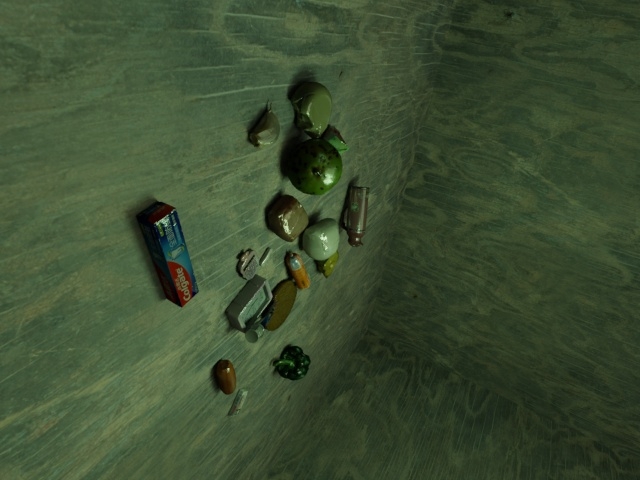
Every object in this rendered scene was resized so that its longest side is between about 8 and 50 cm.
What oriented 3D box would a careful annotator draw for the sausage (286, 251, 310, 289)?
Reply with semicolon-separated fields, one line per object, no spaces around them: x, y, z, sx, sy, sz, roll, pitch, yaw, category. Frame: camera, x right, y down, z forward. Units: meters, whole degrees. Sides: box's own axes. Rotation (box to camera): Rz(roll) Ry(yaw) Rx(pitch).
-0.105;0.133;1.859;0.071;0.071;0.234;-55;146;-30;sausage

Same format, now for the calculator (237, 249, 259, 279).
-0.269;0.090;1.515;0.103;0.024;0.166;-57;159;-24;calculator

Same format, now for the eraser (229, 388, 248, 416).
-0.383;0.756;1.894;0.122;0.029;0.052;-65;160;-4;eraser

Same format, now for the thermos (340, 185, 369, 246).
0.185;-0.129;2.211;0.109;0.136;0.330;-103;-163;-81;thermos

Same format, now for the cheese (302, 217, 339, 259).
0.000;0.000;1.893;0.198;0.154;0.189;-33;122;-50;cheese

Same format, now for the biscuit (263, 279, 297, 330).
-0.190;0.302;1.900;0.262;0.037;0.262;-50;153;-37;biscuit

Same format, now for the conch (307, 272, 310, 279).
-0.084;0.200;2.016;0.088;0.065;0.180;-59;162;-23;conch

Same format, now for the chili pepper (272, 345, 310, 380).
-0.155;0.672;2.190;0.174;0.165;0.261;-55;157;0;chili pepper

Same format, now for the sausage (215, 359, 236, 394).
-0.380;0.558;1.643;0.076;0.076;0.197;-48;153;-42;sausage

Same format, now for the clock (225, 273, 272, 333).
-0.277;0.249;1.599;0.197;0.063;0.150;-54;156;-31;clock

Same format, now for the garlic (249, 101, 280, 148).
-0.163;-0.346;1.274;0.152;0.066;0.084;-58;155;-18;garlic

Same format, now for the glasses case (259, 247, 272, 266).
-0.217;0.068;1.620;0.083;0.021;0.032;-61;160;-17;glasses case

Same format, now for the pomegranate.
-0.025;-0.279;1.529;0.263;0.211;0.211;-115;-139;-73;pomegranate

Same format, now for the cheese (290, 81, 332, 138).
-0.034;-0.472;1.433;0.175;0.091;0.202;-68;158;2;cheese

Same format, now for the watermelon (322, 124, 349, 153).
0.063;-0.429;1.697;0.098;0.121;0.158;47;61;-44;watermelon

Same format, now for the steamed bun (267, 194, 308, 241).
-0.133;-0.082;1.571;0.145;0.106;0.175;-51;140;-25;steamed bun

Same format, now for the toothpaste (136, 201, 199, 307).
-0.402;0.047;1.090;0.076;0.066;0.320;-49;152;-39;toothpaste

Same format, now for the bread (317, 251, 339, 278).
0.038;0.107;2.198;0.161;0.088;0.233;-55;159;-18;bread

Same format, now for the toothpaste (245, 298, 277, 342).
-0.231;0.333;1.669;0.266;0.061;0.096;-49;161;-71;toothpaste
